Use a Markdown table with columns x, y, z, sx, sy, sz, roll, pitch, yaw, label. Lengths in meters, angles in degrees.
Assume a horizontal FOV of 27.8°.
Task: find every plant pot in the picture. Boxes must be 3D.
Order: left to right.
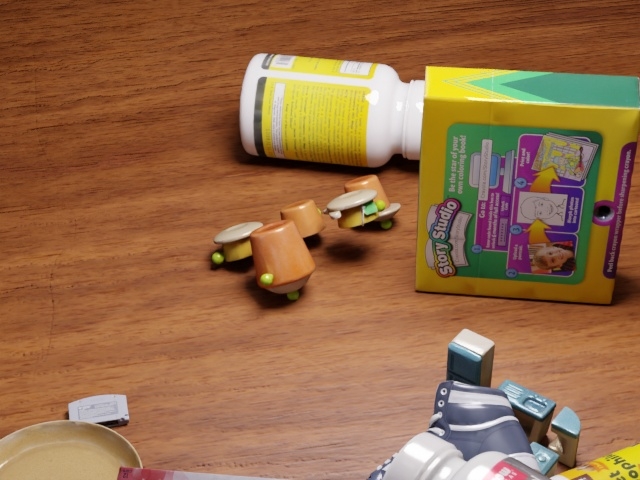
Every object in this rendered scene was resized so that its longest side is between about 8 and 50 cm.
| x | y | z | sx | sy | sz | roll | pitch | yaw | label |
| --- | --- | --- | --- | --- | --- | --- | --- | --- | --- |
| -0.352 | 0.332 | 1.711 | 0.236 | 0.032 | 0.236 | 0 | 36 | 0 | plant pot |

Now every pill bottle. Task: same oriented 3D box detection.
| x | y | z | sx | sy | sz | roll | pitch | yaw | label |
| --- | --- | --- | --- | --- | --- | --- | --- | --- | --- |
| 0.034 | -0.230 | 2.328 | 0.334 | 0.188 | 0.188 | 7 | 37 | 9 | pill bottle |
| 0.221 | 0.346 | 1.447 | 0.318 | 0.176 | 0.176 | 26 | 44 | 27 | pill bottle |
| 0.357 | 0.334 | 1.623 | 0.215 | 0.117 | 0.117 | -17 | 40 | -20 | pill bottle |

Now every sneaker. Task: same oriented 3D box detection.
| x | y | z | sx | sy | sz | roll | pitch | yaw | label |
| --- | --- | --- | --- | --- | --- | --- | --- | --- | --- |
| 0.128 | 0.277 | 1.655 | 0.282 | 0.099 | 0.153 | -17 | 58 | 6 | sneaker |

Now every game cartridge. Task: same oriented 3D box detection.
| x | y | z | sx | sy | sz | roll | pitch | yaw | label |
| --- | --- | --- | --- | --- | --- | --- | --- | --- | --- |
| -0.316 | 0.244 | 1.841 | 0.083 | 0.017 | 0.056 | -7 | 41 | -9 | game cartridge |

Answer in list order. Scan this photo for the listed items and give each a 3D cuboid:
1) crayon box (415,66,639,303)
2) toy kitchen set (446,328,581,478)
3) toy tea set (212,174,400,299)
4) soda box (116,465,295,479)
| x | y | z | sx | sy | sz | roll | pitch | yaw | label |
| --- | --- | --- | --- | --- | --- | --- | --- | --- | --- |
| 0.306 | -0.080 | 1.975 | 0.313 | 0.363 | 0.106 | 5 | 37 | 6 | crayon box |
| 0.233 | 0.245 | 1.741 | 0.207 | 0.122 | 0.166 | 24 | 43 | 30 | toy kitchen set |
| 0.000 | 0.000 | 2.116 | 0.336 | 0.124 | 0.200 | -22 | 12 | -21 | toy tea set |
| -0.125 | 0.340 | 1.597 | 0.263 | 0.092 | 0.083 | 0 | 62 | 18 | soda box |
